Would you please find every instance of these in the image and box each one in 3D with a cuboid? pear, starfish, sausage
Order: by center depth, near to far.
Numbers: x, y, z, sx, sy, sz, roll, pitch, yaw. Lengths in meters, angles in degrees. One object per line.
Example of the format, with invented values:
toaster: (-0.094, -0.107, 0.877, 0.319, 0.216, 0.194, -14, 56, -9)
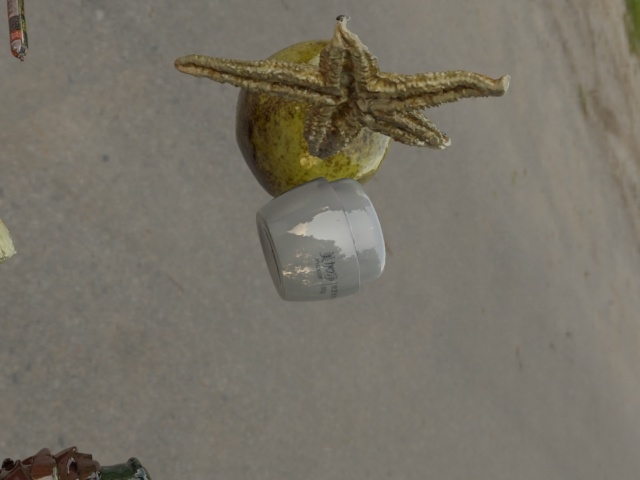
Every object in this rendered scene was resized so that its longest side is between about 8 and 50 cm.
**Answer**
starfish: (0.020, -0.118, 0.863, 0.231, 0.295, 0.048, 62, 34, -67)
pear: (0.000, -0.144, 1.162, 0.197, 0.197, 0.197, 7, 82, -61)
sausage: (-0.428, -0.317, 1.373, 0.025, 0.028, 0.198, 41, 23, -47)

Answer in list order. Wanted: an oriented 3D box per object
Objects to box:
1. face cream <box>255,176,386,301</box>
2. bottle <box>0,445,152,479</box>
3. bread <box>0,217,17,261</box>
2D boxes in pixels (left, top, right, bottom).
face cream: (0.000, 0.000, 0.926, 0.117, 0.104, 0.117, 164, -90, -79)
bottle: (-0.310, 0.310, 1.046, 0.271, 0.143, 0.156, -7, 100, -23)
bread: (-0.570, -0.025, 1.328, 0.239, 0.246, 0.111, 60, 18, -13)
